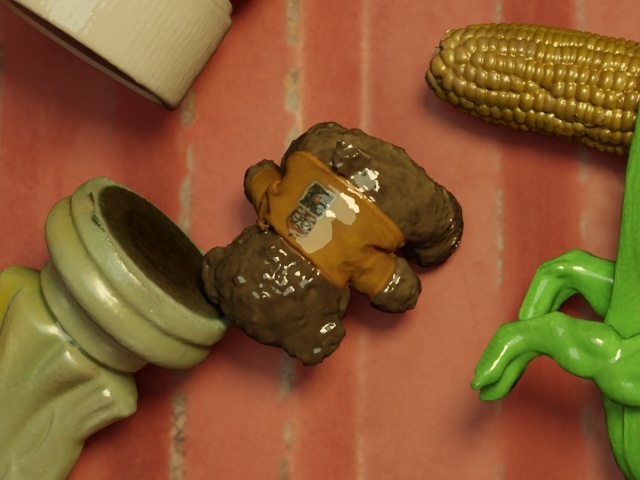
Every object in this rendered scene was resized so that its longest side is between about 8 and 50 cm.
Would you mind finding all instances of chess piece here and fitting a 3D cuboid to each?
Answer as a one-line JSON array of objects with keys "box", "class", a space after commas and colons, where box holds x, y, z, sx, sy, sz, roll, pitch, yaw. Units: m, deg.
[{"box": [-0.226, 0.102, 1.390, 0.298, 0.176, 0.176, -44, 73, 15], "class": "chess piece"}]

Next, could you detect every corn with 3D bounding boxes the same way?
[{"box": [0.224, -0.112, 1.343, 0.292, 0.101, 0.101, 12, 82, 15], "class": "corn"}]

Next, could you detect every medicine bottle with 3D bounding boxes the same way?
[{"box": [-0.101, -0.310, 1.397, 0.211, 0.211, 0.371, 31, 87, 16], "class": "medicine bottle"}]

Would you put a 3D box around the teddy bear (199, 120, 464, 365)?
[{"box": [0.000, 0.000, 1.345, 0.177, 0.140, 0.190, 34, 82, 14], "class": "teddy bear"}]

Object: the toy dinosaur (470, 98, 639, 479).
[{"box": [0.319, 0.073, 1.220, 0.374, 0.144, 0.500, 34, 110, 17], "class": "toy dinosaur"}]
